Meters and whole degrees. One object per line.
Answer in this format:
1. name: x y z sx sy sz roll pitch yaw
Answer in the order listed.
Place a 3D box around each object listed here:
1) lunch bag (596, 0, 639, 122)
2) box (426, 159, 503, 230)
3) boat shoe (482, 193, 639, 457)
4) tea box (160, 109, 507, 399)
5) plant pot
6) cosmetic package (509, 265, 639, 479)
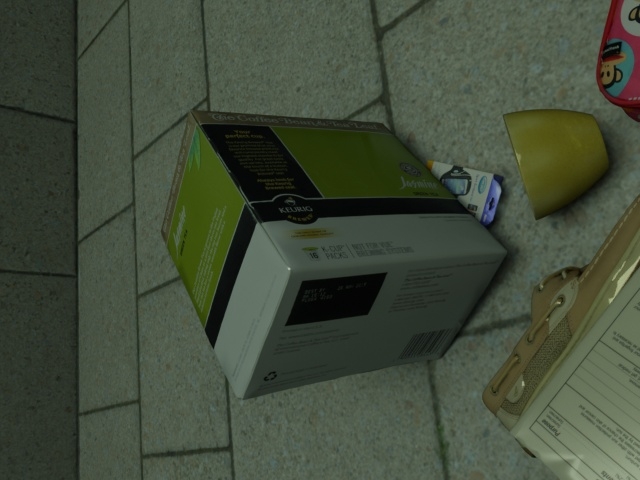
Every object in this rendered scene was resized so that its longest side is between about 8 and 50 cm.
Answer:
1. lunch bag: 0.436 -0.239 0.610 0.293 0.120 0.258 13 90 48
2. box: 0.200 -0.063 0.911 0.136 0.028 0.081 23 101 46
3. boat shoe: 0.285 0.082 0.717 0.110 0.121 0.341 43 117 43
4. tea box: 0.000 0.000 0.876 0.323 0.329 0.220 57 136 39
5. plant pot: 0.283 -0.101 0.762 0.095 0.134 0.134 -17 69 17
6. cosmetic package: 0.344 0.118 0.592 0.309 0.113 0.160 -54 46 7
